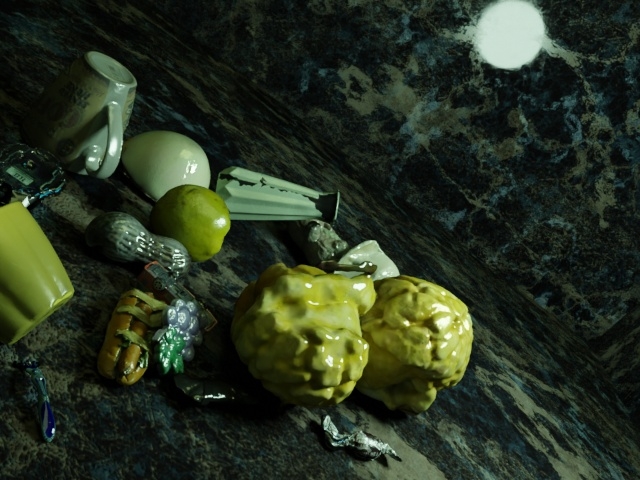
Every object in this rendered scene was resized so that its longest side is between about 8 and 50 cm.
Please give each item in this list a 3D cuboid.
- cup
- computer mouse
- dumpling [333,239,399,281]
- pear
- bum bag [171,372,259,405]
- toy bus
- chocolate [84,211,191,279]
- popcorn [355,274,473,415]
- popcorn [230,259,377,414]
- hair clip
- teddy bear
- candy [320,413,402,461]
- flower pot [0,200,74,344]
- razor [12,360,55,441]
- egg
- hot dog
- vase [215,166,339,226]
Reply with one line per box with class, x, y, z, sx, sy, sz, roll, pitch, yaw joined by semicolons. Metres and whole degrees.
cup;-0.562;-0.300;1.557;0.227;0.257;0.301;6;42;-52
computer mouse;-0.626;-0.121;1.333;0.146;0.077;0.241;36;25;-10
dumpling;0.145;0.149;1.940;0.227;0.175;0.243;-26;75;-29
pear;-0.317;-0.044;1.555;0.200;0.200;0.200;34;22;-16
bum bag;-0.204;0.300;1.253;0.198;0.049;0.087;18;6;-44
toy bus;-0.311;0.133;1.359;0.192;0.077;0.065;43;19;2
chocolate;-0.399;0.014;1.410;0.248;0.110;0.110;31;23;-36
popcorn;0.218;0.249;1.649;0.344;0.390;0.354;34;48;30
popcorn;-0.016;0.184;1.381;0.349;0.381;0.349;42;-1;1
hair clip;-0.282;0.179;1.234;0.195;0.052;0.124;-72;142;-55
teddy bear;0.000;0.001;2.050;0.267;0.151;0.236;59;6;34
candy;0.092;0.453;1.439;0.226;0.051;0.094;30;20;-25
flower pot;-0.513;0.062;1.037;0.179;0.195;0.195;51;20;-8
razor;-0.439;0.243;0.991;0.044;0.028;0.154;15;32;-48
egg;-0.409;-0.223;1.772;0.264;0.174;0.286;29;20;-37
hot dog;-0.352;0.178;1.210;0.109;0.072;0.269;30;22;-18
vase;-0.130;-0.124;1.902;0.360;0.165;0.165;8;27;-5
